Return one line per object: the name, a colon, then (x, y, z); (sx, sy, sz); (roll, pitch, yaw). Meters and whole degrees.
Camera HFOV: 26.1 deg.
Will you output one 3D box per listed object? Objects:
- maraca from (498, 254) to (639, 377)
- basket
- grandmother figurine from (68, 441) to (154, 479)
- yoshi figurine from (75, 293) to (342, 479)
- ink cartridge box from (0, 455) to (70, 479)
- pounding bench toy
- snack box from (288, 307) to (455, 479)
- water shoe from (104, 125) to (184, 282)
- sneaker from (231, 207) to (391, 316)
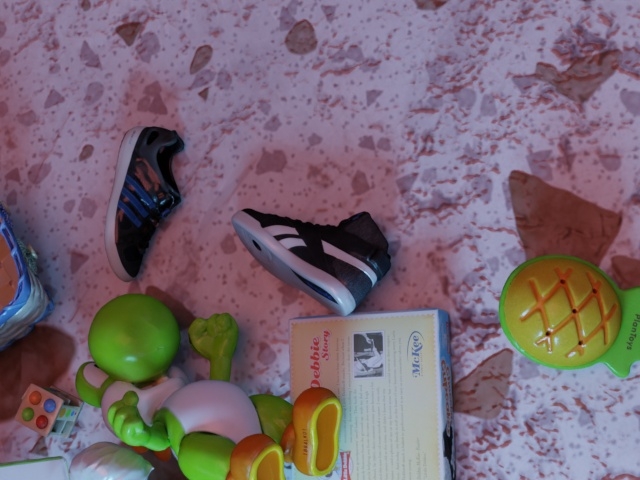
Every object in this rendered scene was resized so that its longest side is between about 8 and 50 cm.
maraca: (0.289, 0.085, 1.546); (0.186, 0.099, 0.127); (16, 87, -6)
basket: (-0.476, 0.024, 1.704); (0.201, 0.289, 0.255); (-39, 72, 8)
grandmother figurine: (-0.184, 0.385, 1.578); (0.208, 0.104, 0.342); (-25, 93, 17)
yoshi figurine: (-0.158, 0.169, 1.607); (0.362, 0.203, 0.203); (17, 79, 38)
ink cartridge box: (-0.437, 0.342, 1.624); (0.273, 0.198, 0.114); (-28, 70, 49)
pounding bench toy: (-0.357, 0.210, 1.751); (0.083, 0.065, 0.052); (24, 89, 21)
snack box: (0.060, 0.245, 1.608); (0.187, 0.060, 0.322); (-5, 79, 18)
water shoe: (-0.220, -0.048, 1.748); (0.080, 0.073, 0.203); (3, 82, 16)
sneaker: (0.000, 0.000, 1.675); (0.121, 0.079, 0.217); (-41, 52, -19)
